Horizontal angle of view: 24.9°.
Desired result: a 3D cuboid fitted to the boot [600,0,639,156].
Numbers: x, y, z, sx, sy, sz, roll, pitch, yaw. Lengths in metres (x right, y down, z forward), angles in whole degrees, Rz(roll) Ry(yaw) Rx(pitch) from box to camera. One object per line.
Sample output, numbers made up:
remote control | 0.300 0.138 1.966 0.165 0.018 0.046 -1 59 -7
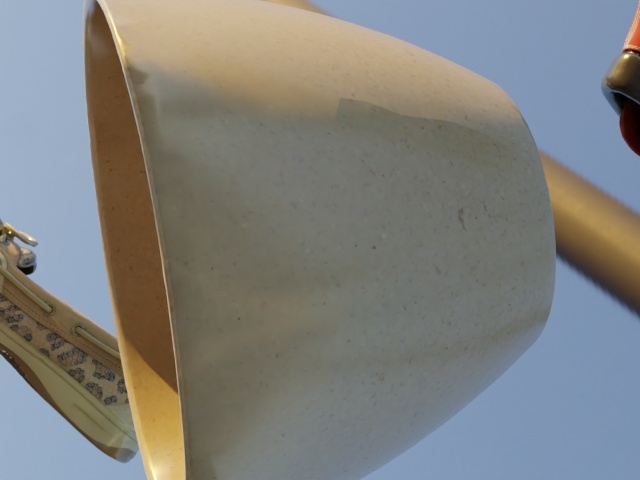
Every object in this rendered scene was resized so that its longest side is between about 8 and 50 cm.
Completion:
boot | 0.315 -0.132 1.160 0.088 0.244 0.176 22 -89 46

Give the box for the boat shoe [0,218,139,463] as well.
boat shoe | -0.229 0.052 1.166 0.285 0.089 0.104 46 -4 -7

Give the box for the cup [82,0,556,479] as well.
cup | 0.000 0.000 0.872 0.331 0.237 0.331 170 -90 -77
